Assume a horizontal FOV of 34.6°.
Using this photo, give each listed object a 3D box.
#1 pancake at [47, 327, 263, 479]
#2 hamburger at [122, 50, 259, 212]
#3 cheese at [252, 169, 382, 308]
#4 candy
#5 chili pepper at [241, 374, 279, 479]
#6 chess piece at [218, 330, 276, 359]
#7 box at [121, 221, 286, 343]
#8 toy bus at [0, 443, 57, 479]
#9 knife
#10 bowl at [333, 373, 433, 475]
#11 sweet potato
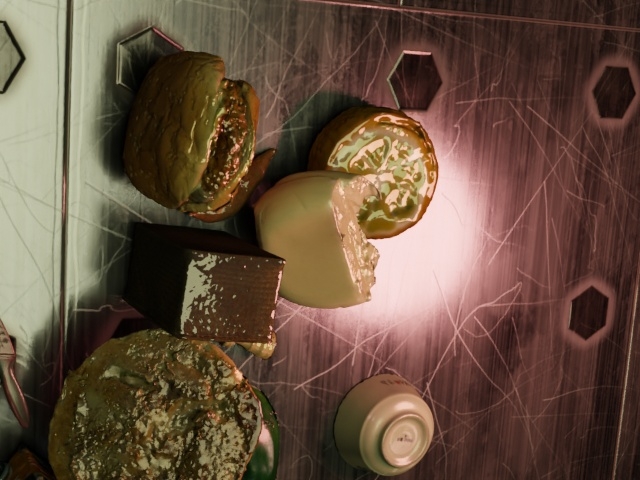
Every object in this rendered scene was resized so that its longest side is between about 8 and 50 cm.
[{"bbox_3d":[-0.269,0.312,1.657,0.356,0.065,0.356,0,88,-4],"label":"pancake"},{"bbox_3d":[-0.212,-0.176,1.653,0.145,0.283,0.259,18,85,-39],"label":"hamburger"},{"bbox_3d":[0.000,0.000,1.838,0.233,0.127,0.266,-6,125,12],"label":"cheese"},{"bbox_3d":[0.099,-0.127,1.931,0.260,0.118,0.259,-6,103,-24],"label":"candy"},{"bbox_3d":[-0.199,0.376,1.823,0.249,0.233,0.256,-4,110,-12],"label":"chili pepper"},{"bbox_3d":[-0.167,0.174,1.888,0.172,0.060,0.060,18,92,-28],"label":"chess piece"},{"bbox_3d":[-0.200,0.066,1.718,0.184,0.273,0.143,5,99,-30],"label":"box"},{"bbox_3d":[-0.533,0.521,1.681,0.323,0.194,0.162,-48,119,-13],"label":"toy bus"},{"bbox_3d":[-0.525,0.203,1.719,0.035,0.018,0.247,-19,108,-21],"label":"knife"},{"bbox_3d":[0.143,0.384,2.069,0.211,0.112,0.211,-7,106,-27],"label":"bowl"},{"bbox_3d":[-0.151,-0.088,1.838,0.226,0.068,0.068,-41,118,-30],"label":"sweet potato"}]
